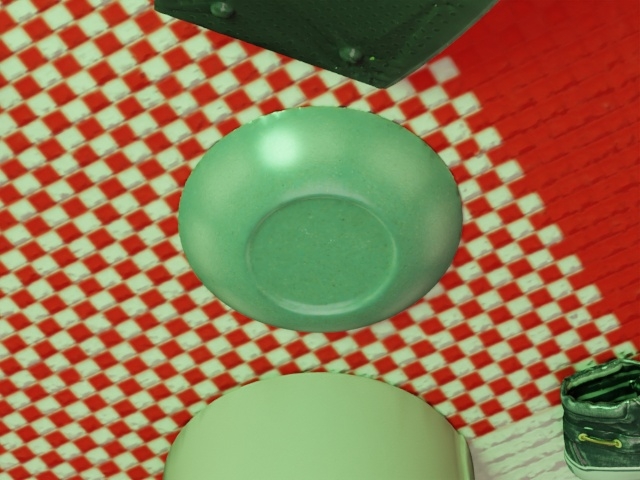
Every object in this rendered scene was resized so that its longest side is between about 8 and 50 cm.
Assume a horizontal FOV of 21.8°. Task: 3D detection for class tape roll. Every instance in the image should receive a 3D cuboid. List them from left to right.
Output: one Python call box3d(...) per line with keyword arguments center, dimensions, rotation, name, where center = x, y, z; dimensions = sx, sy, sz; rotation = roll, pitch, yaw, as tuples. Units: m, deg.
box3d(center=(-0.001, 0.240, 1.220), dimensions=(0.246, 0.169, 0.246), rotation=(-1, 128, -1), name="tape roll")

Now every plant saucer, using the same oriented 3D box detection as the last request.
box3d(center=(0.000, 0.000, 1.114), dimensions=(0.195, 0.037, 0.195), rotation=(0, 128, 0), name="plant saucer")

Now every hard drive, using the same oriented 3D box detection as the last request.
box3d(center=(0.015, -0.167, 0.900), dimensions=(0.172, 0.054, 0.255), rotation=(18, 160, -14), name="hard drive")

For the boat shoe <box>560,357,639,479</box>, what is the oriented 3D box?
box3d(center=(0.265, 0.126, 1.198), dimensions=(0.183, 0.065, 0.083), rotation=(-9, 129, 7), name="boat shoe")
